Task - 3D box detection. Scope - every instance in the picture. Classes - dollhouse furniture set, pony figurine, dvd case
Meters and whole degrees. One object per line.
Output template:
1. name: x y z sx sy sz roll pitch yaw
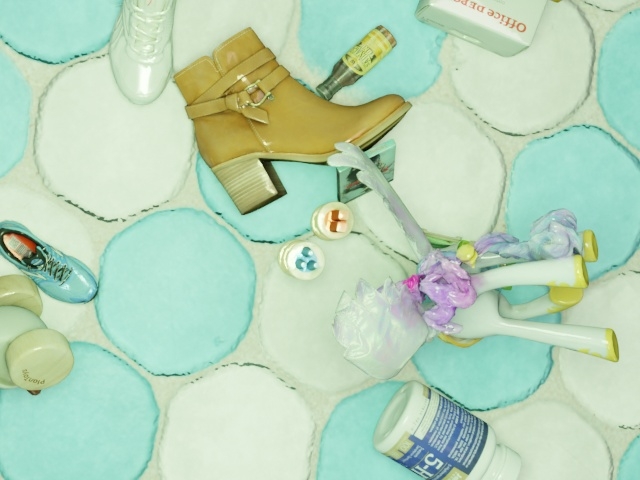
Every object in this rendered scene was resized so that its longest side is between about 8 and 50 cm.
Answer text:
1. dollhouse furniture set: 0.194 0.026 1.669 0.152 0.076 0.058 12 88 -10
2. pony figurine: 0.162 0.059 1.508 0.364 0.351 0.302 -8 54 22
3. dvd case: 0.062 -0.092 1.629 0.087 0.119 0.013 -26 72 -9

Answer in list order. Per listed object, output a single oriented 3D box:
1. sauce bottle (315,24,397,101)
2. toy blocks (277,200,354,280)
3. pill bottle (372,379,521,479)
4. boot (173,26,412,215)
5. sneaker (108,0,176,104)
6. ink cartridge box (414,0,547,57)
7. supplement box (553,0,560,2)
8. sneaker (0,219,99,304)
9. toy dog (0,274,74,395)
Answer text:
1. sauce bottle: 0.049 -0.244 1.662 0.128 0.042 0.042 -45 97 -7
2. toy blocks: 0.000 0.000 1.602 0.054 0.148 0.123 43 85 -7
3. pill bottle: 0.177 0.284 1.650 0.187 0.112 0.112 31 86 -7
4. boot: -0.041 -0.190 1.613 0.283 0.109 0.220 -28 86 10
5. sneaker: -0.232 -0.297 1.580 0.090 0.115 0.232 4 90 -9
6. ink cartridge box: 0.246 -0.387 1.666 0.160 0.092 0.219 20 87 -8
7. supplement box: 0.274 -0.414 1.523 0.191 0.194 0.129 22 87 -8
8. sneaker: -0.368 0.034 1.582 0.162 0.073 0.063 33 86 -8
9. toy dog: -0.478 0.167 1.529 0.334 0.220 0.161 -1 129 -5
